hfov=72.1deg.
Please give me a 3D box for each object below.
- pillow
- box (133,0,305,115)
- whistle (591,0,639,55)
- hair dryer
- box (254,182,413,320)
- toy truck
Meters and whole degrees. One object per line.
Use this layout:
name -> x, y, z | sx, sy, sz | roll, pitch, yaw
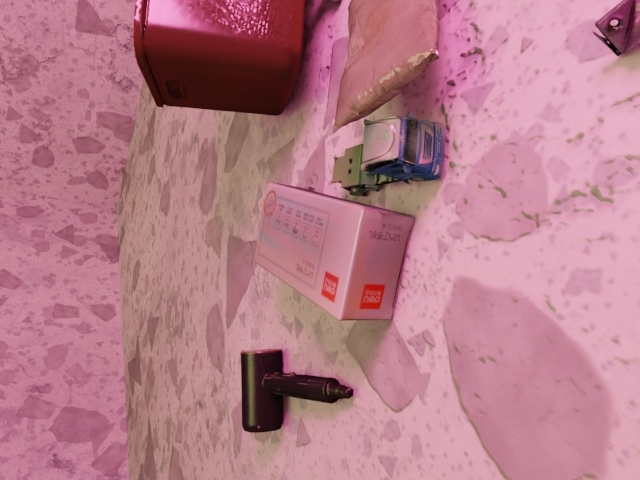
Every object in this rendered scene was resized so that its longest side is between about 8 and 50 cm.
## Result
pillow -> 0.076, -0.235, 0.494 | 0.148, 0.050, 0.230 | -31, 42, 48
box -> -0.152, -0.396, 0.718 | 0.239, 0.229, 0.340 | 165, 109, -76
whistle -> 0.255, -0.185, 0.262 | 0.176, 0.033, 0.033 | -40, 53, 49
hair dryer -> -0.041, 0.231, 0.650 | 0.255, 0.069, 0.129 | -14, 74, 52
box -> 0.000, 0.000, 0.598 | 0.269, 0.079, 0.135 | 22, 103, 57
toy truck -> 0.058, -0.098, 0.520 | 0.175, 0.081, 0.067 | -2, 81, 58
